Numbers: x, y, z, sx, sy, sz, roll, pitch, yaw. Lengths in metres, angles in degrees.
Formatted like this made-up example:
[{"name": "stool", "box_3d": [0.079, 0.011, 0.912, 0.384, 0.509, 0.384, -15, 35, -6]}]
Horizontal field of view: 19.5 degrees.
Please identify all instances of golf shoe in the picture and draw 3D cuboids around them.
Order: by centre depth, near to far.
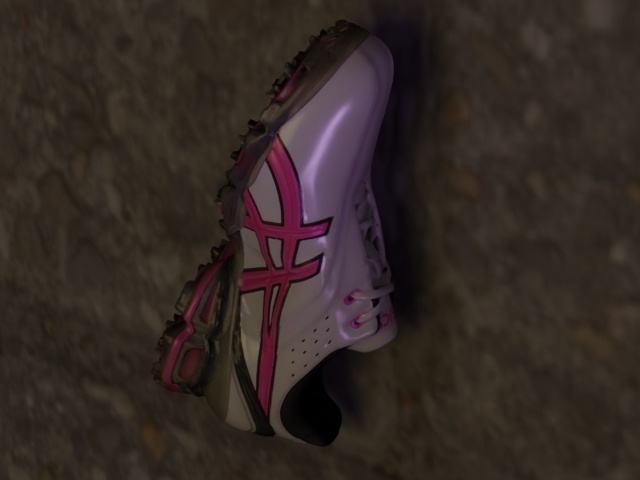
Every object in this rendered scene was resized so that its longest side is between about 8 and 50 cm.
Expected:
[{"name": "golf shoe", "box_3d": [0.000, 0.000, 0.719, 0.086, 0.067, 0.186, 27, 128, 8]}]
